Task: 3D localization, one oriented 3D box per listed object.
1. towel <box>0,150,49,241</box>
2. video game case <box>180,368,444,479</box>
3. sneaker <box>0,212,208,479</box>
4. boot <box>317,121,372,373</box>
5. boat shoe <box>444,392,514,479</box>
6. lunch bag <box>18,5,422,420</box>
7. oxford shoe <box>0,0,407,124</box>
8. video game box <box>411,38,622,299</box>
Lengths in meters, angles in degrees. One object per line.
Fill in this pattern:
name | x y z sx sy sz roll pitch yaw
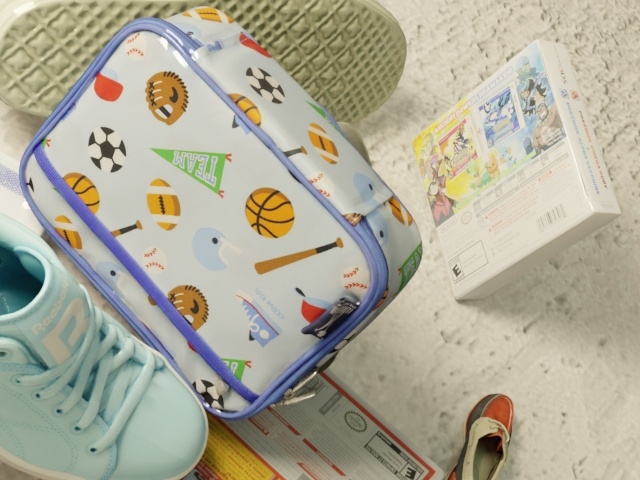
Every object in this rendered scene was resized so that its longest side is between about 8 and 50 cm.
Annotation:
towel | -0.338 0.016 0.935 0.209 0.034 0.285 32 52 -13
video game case | -0.052 0.212 0.984 0.204 0.025 0.285 41 49 10
sneaker | -0.202 0.074 0.837 0.366 0.150 0.135 36 64 -30
boot | 0.002 0.001 1.106 0.076 0.189 0.208 2 15 8
boat shoe | 0.155 0.194 1.138 0.049 0.043 0.137 39 50 -6
lunch bag | -0.083 -0.011 0.955 0.303 0.243 0.115 50 29 4
oxford shoe | -0.110 -0.188 1.126 0.450 0.169 0.130 -3 31 -35
video game box | 0.185 -0.064 1.196 0.048 0.205 0.187 1 65 -36
